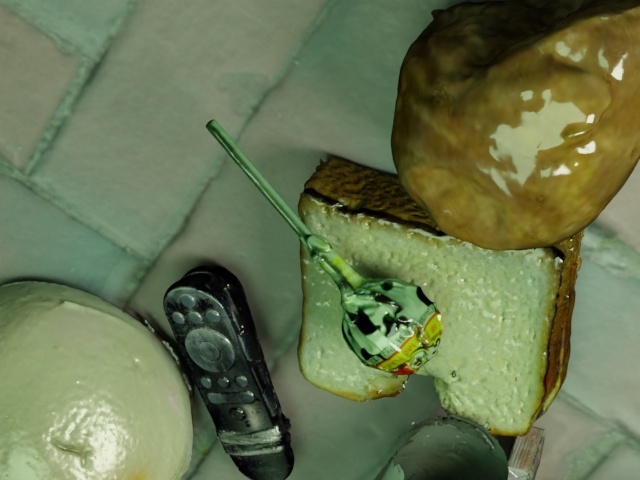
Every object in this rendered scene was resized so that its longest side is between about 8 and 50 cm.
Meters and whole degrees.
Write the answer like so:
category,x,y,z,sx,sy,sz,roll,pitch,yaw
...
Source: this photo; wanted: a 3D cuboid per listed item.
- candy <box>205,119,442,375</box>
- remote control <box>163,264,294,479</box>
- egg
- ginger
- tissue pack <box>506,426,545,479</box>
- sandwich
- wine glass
category,x,y,z,sx,sy,sz,roll,pitch,yaw
candy,0.000,0.000,1.766,0.305,0.083,0.091,50,126,-1
remote control,-0.087,0.140,1.990,0.090,0.066,0.266,0,123,34
egg,-0.310,0.216,2.022,0.337,0.201,0.337,8,118,14
ginger,0.193,-0.103,1.661,0.269,0.200,0.223,-7,112,21
tissue pack,0.203,0.235,1.922,0.035,0.083,0.063,16,122,7
sandwich,0.113,0.064,1.850,0.273,0.095,0.249,12,121,13
wine glass,0.102,0.309,1.922,0.143,0.143,0.321,22,136,6
